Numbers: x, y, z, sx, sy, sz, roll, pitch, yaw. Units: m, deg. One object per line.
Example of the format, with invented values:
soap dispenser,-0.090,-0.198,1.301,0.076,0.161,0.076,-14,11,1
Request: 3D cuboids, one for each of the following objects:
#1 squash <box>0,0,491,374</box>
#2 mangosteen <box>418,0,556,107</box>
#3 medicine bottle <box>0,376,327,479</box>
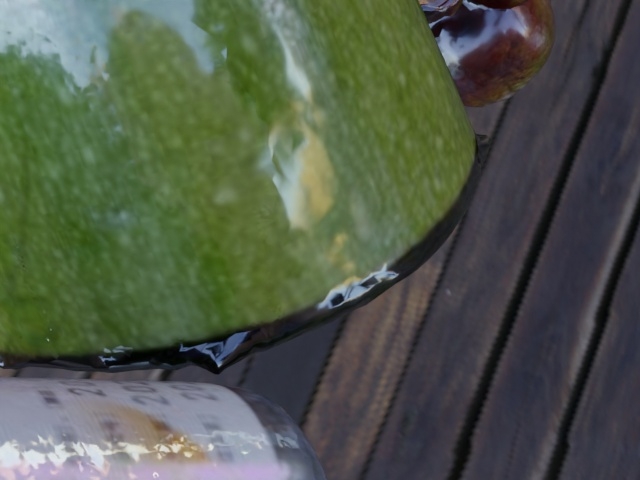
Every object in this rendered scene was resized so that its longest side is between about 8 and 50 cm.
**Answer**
squash,-0.096,-0.141,0.753,0.310,0.308,0.310,-11,28,6
mangosteen,0.081,-0.323,1.364,0.382,0.382,0.435,-30,54,2
medicine bottle,-0.142,0.131,0.572,0.165,0.273,0.165,-11,77,58
